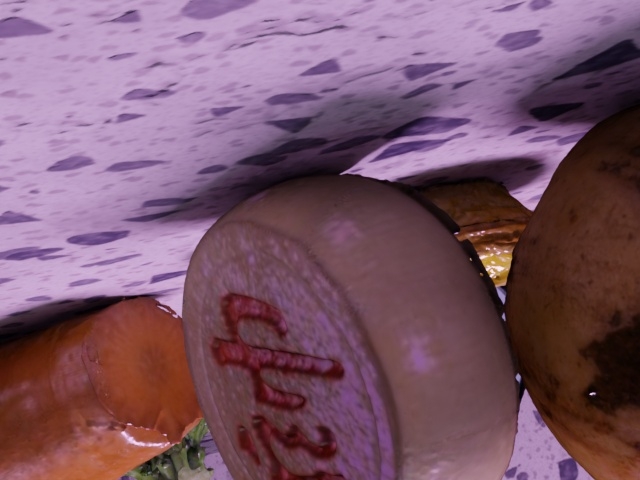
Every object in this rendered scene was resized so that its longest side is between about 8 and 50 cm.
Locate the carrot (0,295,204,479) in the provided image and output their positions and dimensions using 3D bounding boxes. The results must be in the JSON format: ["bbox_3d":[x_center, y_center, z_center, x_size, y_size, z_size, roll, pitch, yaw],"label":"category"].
[{"bbox_3d":[-0.239,0.168,1.499,0.254,0.196,0.196,-23,166,36],"label":"carrot"}]

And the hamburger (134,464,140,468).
[{"bbox_3d":[-0.297,0.198,1.754,0.309,0.132,0.211,-10,172,-6],"label":"hamburger"}]

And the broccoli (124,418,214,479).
[{"bbox_3d":[-0.186,0.229,2.016,0.195,0.156,0.195,-23,143,-19],"label":"broccoli"}]

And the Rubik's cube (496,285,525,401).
[{"bbox_3d":[0.151,0.156,1.770,0.284,0.234,0.250,-14,170,5],"label":"Rubik's cube"}]

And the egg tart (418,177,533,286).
[{"bbox_3d":[0.101,0.001,1.307,0.191,0.074,0.191,-12,169,-2],"label":"egg tart"}]

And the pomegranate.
[{"bbox_3d":[0.277,0.042,1.117,0.322,0.322,0.322,-12,170,-2],"label":"pomegranate"}]

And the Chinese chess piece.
[{"bbox_3d":[0.016,0.088,1.129,0.112,0.270,0.270,-19,175,-33],"label":"Chinese chess piece"}]
